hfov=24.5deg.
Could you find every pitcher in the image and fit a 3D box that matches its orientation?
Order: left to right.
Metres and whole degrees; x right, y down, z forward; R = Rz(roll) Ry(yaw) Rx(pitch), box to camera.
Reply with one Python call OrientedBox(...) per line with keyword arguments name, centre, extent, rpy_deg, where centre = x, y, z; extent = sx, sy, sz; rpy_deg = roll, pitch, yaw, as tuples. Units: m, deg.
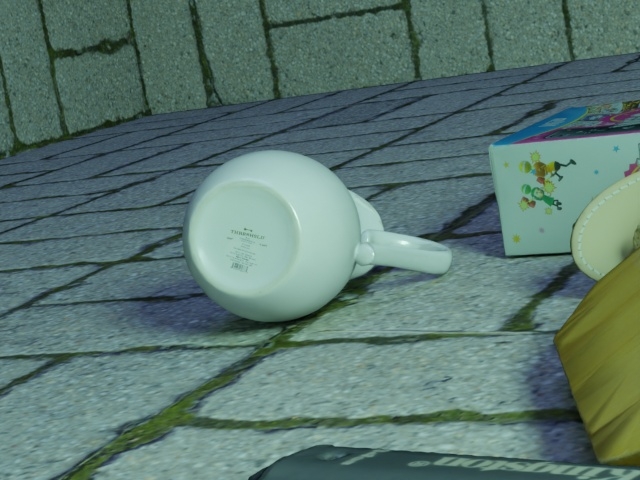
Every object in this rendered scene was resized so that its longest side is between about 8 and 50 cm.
OrientedBox(name="pitcher", centre=(0.000, 0.000, 1.108), extent=(0.178, 0.125, 0.207), rpy_deg=(9, 4, 16))

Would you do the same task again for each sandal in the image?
OrientedBox(name="sandal", centre=(0.280, -0.008, 0.935), extent=(0.240, 0.088, 0.079), rpy_deg=(-3, 5, 9))

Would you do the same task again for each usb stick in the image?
OrientedBox(name="usb stick", centre=(0.091, 0.109, 0.571), extent=(0.278, 0.045, 0.077), rpy_deg=(-2, 13, 37))

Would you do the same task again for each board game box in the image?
OrientedBox(name="board game box", centre=(0.319, -0.064, 1.192), extent=(0.303, 0.097, 0.224), rpy_deg=(-5, 11, 28))

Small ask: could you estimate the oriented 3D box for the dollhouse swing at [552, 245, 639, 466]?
OrientedBox(name="dollhouse swing", centre=(0.331, 0.040, 0.694), extent=(0.315, 0.305, 0.347), rpy_deg=(33, 10, -3))
